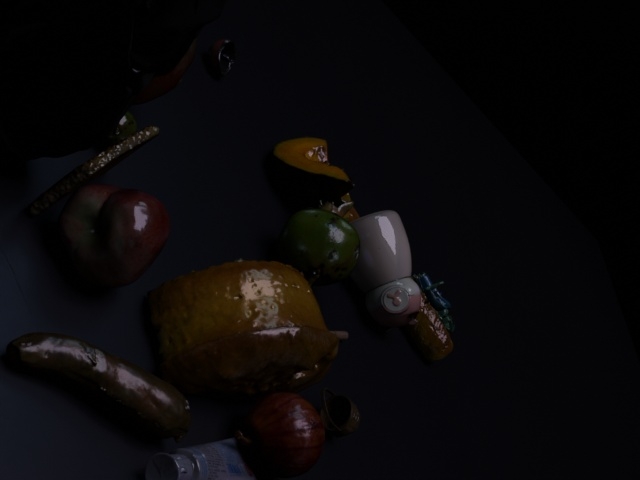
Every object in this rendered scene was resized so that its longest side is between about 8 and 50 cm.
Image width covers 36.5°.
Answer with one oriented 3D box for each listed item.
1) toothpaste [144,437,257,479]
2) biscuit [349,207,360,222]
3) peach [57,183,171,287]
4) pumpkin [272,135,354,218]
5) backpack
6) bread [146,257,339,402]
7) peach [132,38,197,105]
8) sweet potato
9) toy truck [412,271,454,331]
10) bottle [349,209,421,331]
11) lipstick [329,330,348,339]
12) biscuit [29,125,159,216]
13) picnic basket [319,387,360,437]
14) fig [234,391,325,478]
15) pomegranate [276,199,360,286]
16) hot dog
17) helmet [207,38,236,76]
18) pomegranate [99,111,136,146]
[{"bbox_3d":[-0.148,0.308,1.311,0.234,0.057,0.089,19,42,-63],"label":"toothpaste"},{"bbox_3d":[0.052,-0.049,2.124,0.140,0.023,0.118,58,25,2],"label":"biscuit"},{"bbox_3d":[-0.280,-0.015,1.348,0.152,0.152,0.152,41,29,-29],"label":"peach"},{"bbox_3d":[-0.028,-0.114,1.996,0.149,0.131,0.254,0,28,-16],"label":"pumpkin"},{"bbox_3d":[-0.323,-0.311,1.259,0.363,0.446,0.254,47,31,17],"label":"backpack"},{"bbox_3d":[-0.089,0.131,1.472,0.340,0.179,0.194,19,43,-53],"label":"bread"},{"bbox_3d":[-0.316,-0.337,1.567,0.252,0.252,0.252,41,29,-29],"label":"peach"},{"bbox_3d":[-0.270,0.176,1.224,0.273,0.075,0.075,37,31,-32],"label":"sweet potato"},{"bbox_3d":[0.264,0.140,2.216,0.154,0.078,0.080,61,27,10],"label":"toy truck"},{"bbox_3d":[0.130,0.069,1.993,0.147,0.147,0.237,-1,68,-61],"label":"bottle"},{"bbox_3d":[0.022,0.177,1.804,0.094,0.019,0.019,8,53,-57],"label":"lipstick"},{"bbox_3d":[-0.322,-0.107,1.397,0.025,0.131,0.231,55,23,-9],"label":"biscuit"},{"bbox_3d":[0.022,0.284,1.614,0.083,0.072,0.072,49,23,-45],"label":"picnic basket"},{"bbox_3d":[-0.058,0.290,1.406,0.128,0.128,0.150,53,24,-7],"label":"fig"},{"bbox_3d":[0.000,0.004,1.832,0.156,0.156,0.220,52,16,-10],"label":"pomegranate"},{"bbox_3d":[0.188,0.133,2.093,0.286,0.087,0.061,52,-3,4],"label":"hot dog"},{"bbox_3d":[-0.213,-0.383,2.020,0.065,0.049,0.084,75,32,-52],"label":"helmet"},{"bbox_3d":[-0.336,-0.186,1.551,0.084,0.073,0.073,26,8,32],"label":"pomegranate"}]
